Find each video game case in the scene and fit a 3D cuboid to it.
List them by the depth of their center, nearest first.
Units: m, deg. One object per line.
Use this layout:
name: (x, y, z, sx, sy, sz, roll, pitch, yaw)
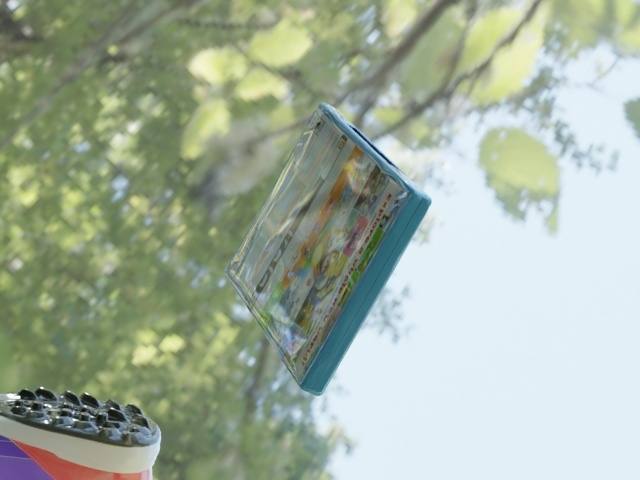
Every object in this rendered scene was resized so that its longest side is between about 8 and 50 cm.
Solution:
video game case: (0.000, 0.000, 1.006, 0.015, 0.166, 0.119, 26, -79, -24)

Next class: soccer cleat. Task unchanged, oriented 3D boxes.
soccer cleat: (-0.284, 0.159, 1.382, 0.318, 0.108, 0.116, 12, -77, -4)
